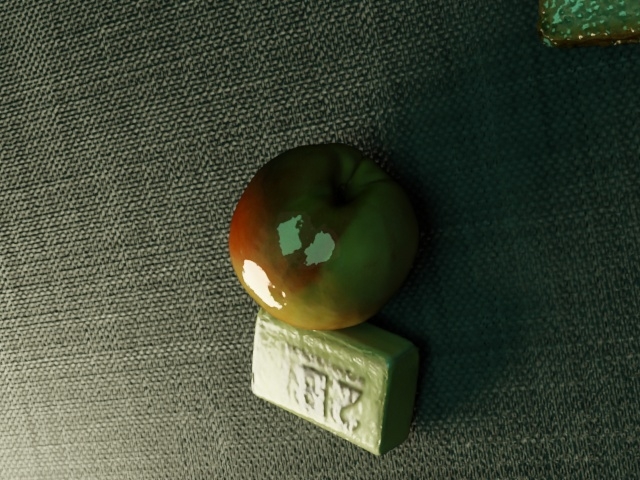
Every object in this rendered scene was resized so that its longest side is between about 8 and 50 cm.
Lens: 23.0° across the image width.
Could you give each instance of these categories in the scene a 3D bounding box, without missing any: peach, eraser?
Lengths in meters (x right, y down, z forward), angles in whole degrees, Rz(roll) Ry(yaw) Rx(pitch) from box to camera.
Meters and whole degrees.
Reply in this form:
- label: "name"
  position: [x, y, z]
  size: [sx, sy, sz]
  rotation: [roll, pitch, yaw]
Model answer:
- label: "peach"
  position: [0.000, 0.000, 1.515]
  size: [0.184, 0.184, 0.184]
  rotation: [7, 102, 34]
- label: "eraser"
  position: [0.012, 0.132, 1.584]
  size: [0.172, 0.058, 0.117]
  rotation: [23, 122, 31]

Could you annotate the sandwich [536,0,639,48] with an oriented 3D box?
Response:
- label: "sandwich"
  position: [0.287, -0.307, 1.305]
  size: [0.254, 0.099, 0.289]
  rotation: [-7, 94, 41]
